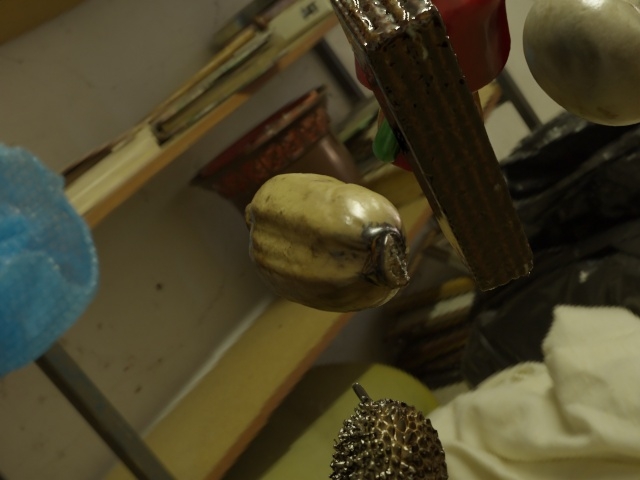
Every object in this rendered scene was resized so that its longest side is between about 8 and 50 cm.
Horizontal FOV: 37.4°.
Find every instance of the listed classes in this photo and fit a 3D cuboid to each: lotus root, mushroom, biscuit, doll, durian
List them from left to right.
[{"bbox_3d":[0.000,0.000,0.507,0.063,0.072,0.152,-16,23,-31],"label":"lotus root"},{"bbox_3d":[0.056,0.243,1.034,0.091,0.188,0.148,5,-33,-35],"label":"durian"},{"bbox_3d":[0.116,-0.229,1.010,0.183,0.363,0.160,-37,47,-23],"label":"doll"},{"bbox_3d":[0.118,-0.093,0.914,0.073,0.388,0.107,-30,47,5],"label":"biscuit"},{"bbox_3d":[0.363,-0.257,1.166,0.215,0.207,0.207,-55,15,-4],"label":"mushroom"}]
